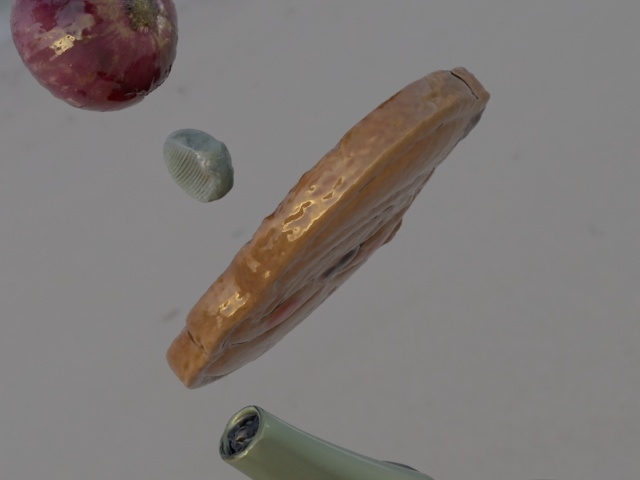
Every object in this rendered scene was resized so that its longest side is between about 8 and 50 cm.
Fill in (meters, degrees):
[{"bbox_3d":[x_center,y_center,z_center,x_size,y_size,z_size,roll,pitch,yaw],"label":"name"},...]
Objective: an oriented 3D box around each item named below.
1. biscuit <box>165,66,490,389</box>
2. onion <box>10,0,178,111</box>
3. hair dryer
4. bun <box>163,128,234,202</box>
[{"bbox_3d":[0.001,0.001,2.023,0.350,0.078,0.455,-31,-15,-41],"label":"biscuit"},{"bbox_3d":[-0.225,-0.212,1.946,0.153,0.177,0.177,-30,17,17],"label":"onion"},{"bbox_3d":[0.062,0.209,1.692,0.298,0.296,0.119,133,155,-56],"label":"hair dryer"},{"bbox_3d":[-0.120,-0.078,1.976,0.045,0.083,0.083,-37,16,-37],"label":"bun"}]
